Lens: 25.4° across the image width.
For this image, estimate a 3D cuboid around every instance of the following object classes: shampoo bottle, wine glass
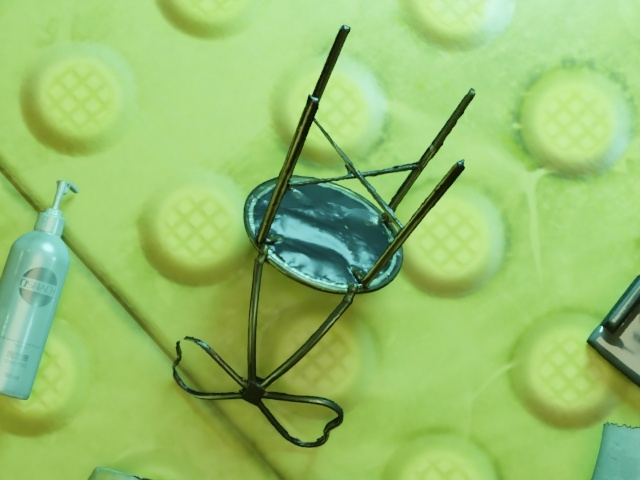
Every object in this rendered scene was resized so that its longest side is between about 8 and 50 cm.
[{"bbox_3d":[-0.254,0.039,1.242,0.056,0.056,0.195,15,83,0],"label":"shampoo bottle"},{"bbox_3d":[0.266,0.259,1.216,0.093,0.093,0.202,9,84,-1],"label":"wine glass"}]

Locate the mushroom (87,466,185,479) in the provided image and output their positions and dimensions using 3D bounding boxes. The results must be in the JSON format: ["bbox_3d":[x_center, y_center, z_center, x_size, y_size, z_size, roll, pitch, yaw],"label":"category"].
[{"bbox_3d":[-0.187,0.348,1.196,0.100,0.081,0.312,14,81,-6],"label":"mushroom"}]

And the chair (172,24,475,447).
[{"bbox_3d":[0.000,0.000,1.220,0.160,0.170,0.325,23,127,-3],"label":"chair"}]

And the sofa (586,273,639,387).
[{"bbox_3d":[0.319,0.103,1.252,0.147,0.060,0.085,40,84,2],"label":"sofa"}]
